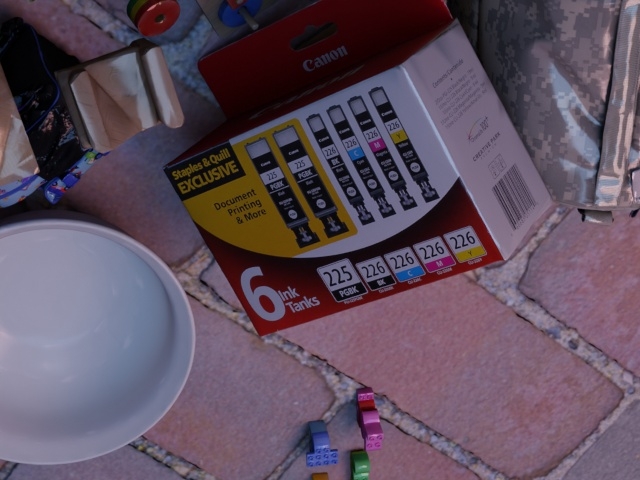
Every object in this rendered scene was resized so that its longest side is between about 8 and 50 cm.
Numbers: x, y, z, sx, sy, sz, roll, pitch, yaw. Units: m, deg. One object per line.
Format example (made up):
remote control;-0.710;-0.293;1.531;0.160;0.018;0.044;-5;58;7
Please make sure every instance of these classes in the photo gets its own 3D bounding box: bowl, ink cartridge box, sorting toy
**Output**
bowl;-0.285;0.080;1.541;0.298;0.134;0.297;-5;120;-9
ink cartridge box;0.016;-0.083;1.399;0.309;0.130;0.272;-21;105;38
sorting toy;-0.048;-0.259;1.405;0.274;0.046;0.132;-36;155;-1

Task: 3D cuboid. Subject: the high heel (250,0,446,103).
high heel;0.027;-0.237;1.458;0.186;0.093;0.261;1;118;-6

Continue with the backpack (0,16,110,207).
backpack;-0.300;-0.102;1.424;0.173;0.158;0.117;-43;134;12

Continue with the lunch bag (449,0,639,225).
lunch bag;0.253;-0.199;1.424;0.213;0.256;0.305;-3;119;-9

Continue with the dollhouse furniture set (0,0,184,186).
dollhouse furniture set;-0.358;-0.227;1.219;0.362;0.256;0.394;-20;105;-10

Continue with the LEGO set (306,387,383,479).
LEGO set;0.029;0.300;1.749;0.087;0.093;0.227;-6;120;-8
